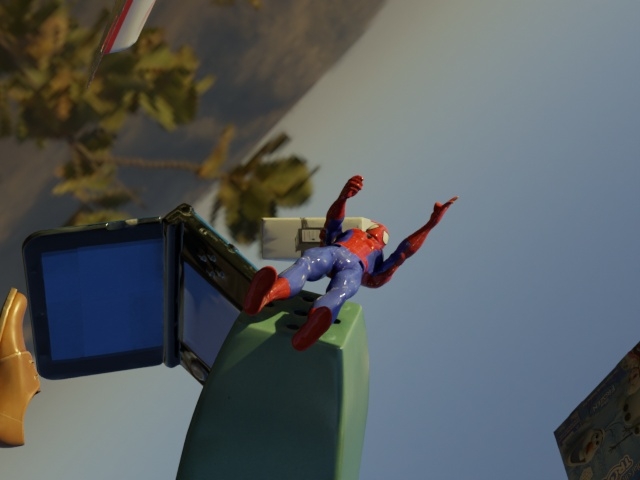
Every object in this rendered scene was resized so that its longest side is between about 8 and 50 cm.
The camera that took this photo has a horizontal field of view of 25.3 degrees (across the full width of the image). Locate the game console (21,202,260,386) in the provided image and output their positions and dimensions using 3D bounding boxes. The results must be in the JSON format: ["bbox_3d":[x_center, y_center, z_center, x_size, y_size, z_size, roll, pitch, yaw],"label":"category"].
[{"bbox_3d":[-0.186,0.113,1.611,0.173,0.250,0.293,-36,154,-28],"label":"game console"}]

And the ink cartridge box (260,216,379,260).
[{"bbox_3d":[0.000,0.000,2.045,0.150,0.063,0.109,0,177,15],"label":"ink cartridge box"}]

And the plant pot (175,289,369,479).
[{"bbox_3d":[-0.039,0.173,1.392,0.165,0.165,0.234,-60,162,-65],"label":"plant pot"}]

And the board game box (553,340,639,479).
[{"bbox_3d":[0.176,0.113,0.815,0.090,0.020,0.090,-53,-156,25],"label":"board game box"}]

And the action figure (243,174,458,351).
[{"bbox_3d":[0.035,0.000,1.318,0.139,0.091,0.280,-54,173,18],"label":"action figure"}]

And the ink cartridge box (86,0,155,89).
[{"bbox_3d":[-0.197,-0.260,1.547,0.179,0.045,0.145,-84,-159,-44],"label":"ink cartridge box"}]

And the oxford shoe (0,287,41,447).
[{"bbox_3d":[-0.399,0.167,1.854,0.076,0.076,0.212,136,-40,-70],"label":"oxford shoe"}]
